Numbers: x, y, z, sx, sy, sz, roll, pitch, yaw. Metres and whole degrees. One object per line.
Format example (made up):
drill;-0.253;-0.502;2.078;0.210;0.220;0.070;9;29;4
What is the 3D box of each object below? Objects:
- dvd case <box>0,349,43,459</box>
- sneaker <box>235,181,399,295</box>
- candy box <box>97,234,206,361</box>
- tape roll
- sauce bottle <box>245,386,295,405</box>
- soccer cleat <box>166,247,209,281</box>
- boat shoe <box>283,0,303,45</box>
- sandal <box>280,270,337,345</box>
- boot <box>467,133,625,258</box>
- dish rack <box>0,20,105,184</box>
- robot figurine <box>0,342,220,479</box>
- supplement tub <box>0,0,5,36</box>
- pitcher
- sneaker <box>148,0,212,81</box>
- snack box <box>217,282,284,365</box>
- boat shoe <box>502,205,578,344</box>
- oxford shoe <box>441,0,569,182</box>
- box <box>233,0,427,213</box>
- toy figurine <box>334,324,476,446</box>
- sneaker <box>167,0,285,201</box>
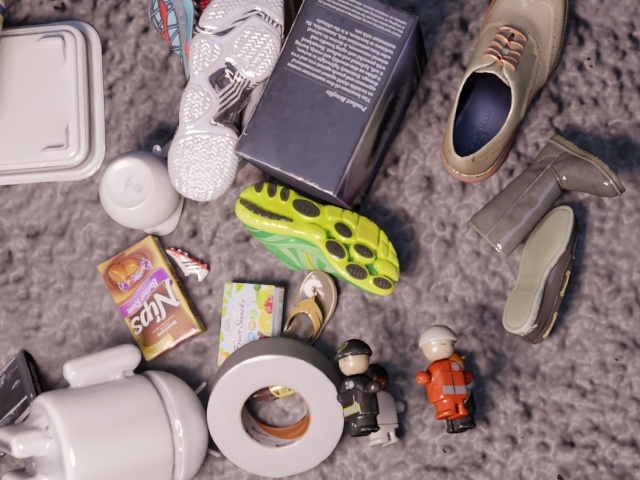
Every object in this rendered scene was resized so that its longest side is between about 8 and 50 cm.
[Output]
dvd case;-0.559;0.316;1.902;0.239;0.179;0.029;-47;123;3
sneaker;0.000;0.000;1.856;0.295;0.123;0.109;29;69;12
candy box;-0.286;0.098;1.926;0.109;0.053;0.187;-30;83;5
tape roll;-0.071;0.270;1.829;0.219;0.072;0.219;1;109;2
sauce bottle;-0.068;0.243;1.886;0.128;0.042;0.042;-23;83;5
soccer cleat;-0.230;0.041;1.934;0.083;0.029;0.036;26;86;5
boat shoe;-0.113;-0.454;1.890;0.122;0.120;0.324;-20;75;9
sandal;-0.028;0.134;1.884;0.072;0.049;0.180;29;90;10
boot;0.355;-0.056;1.801;0.208;0.076;0.189;-43;37;-4
dish rack;-0.550;-0.242;1.985;0.333;0.072;0.285;-4;86;9
robot figurine;-0.328;0.318;1.800;0.353;0.200;0.300;-8;97;-32
supplement tub;-0.650;-0.276;1.852;0.228;0.228;0.316;7;87;9
pitcher;-0.277;-0.102;1.862;0.125;0.207;0.178;19;87;9
sneaker;-0.233;-0.380;1.947;0.125;0.104;0.262;-7;96;40
snack box;-0.116;0.143;1.890;0.100;0.037;0.141;2;85;29
boat shoe;0.364;0.055;1.823;0.068;0.081;0.228;33;76;-33
oxford shoe;0.306;-0.285;1.816;0.140;0.146;0.397;18;88;10
box;0.028;-0.215;1.780;0.182;0.296;0.294;26;91;9
toy figurine;0.137;0.228;1.774;0.213;0.209;0.148;-14;70;12
sneaker;-0.147;-0.250;1.832;0.137;0.210;0.366;18;99;-2
